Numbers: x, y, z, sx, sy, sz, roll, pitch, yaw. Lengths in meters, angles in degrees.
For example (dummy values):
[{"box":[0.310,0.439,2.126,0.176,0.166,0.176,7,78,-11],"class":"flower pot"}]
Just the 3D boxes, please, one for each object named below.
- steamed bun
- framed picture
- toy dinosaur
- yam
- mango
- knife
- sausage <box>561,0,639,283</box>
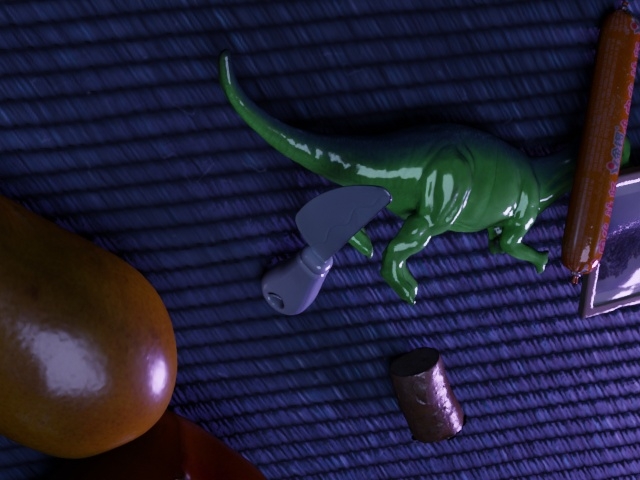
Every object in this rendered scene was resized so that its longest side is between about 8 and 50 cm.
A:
[{"box":[-0.255,0.389,1.770,0.235,0.248,0.379,37,98,-29],"class":"steamed bun"},{"box":[0.473,-0.019,1.789,0.289,0.016,0.213,-13,123,-22],"class":"framed picture"},{"box":[0.152,-0.129,1.624,0.374,0.144,0.500,-36,126,3],"class":"toy dinosaur"},{"box":[0.144,0.211,1.860,0.084,0.084,0.127,-22,119,1],"class":"yam"},{"box":[-0.341,0.098,1.603,0.264,0.221,0.378,-37,111,16],"class":"mango"},{"box":[-0.002,-0.001,1.622,0.080,0.044,0.331,45,147,5],"class":"knife"},{"box":[0.342,-0.118,1.651,0.053,0.053,0.347,9,93,-18],"class":"sausage"}]
